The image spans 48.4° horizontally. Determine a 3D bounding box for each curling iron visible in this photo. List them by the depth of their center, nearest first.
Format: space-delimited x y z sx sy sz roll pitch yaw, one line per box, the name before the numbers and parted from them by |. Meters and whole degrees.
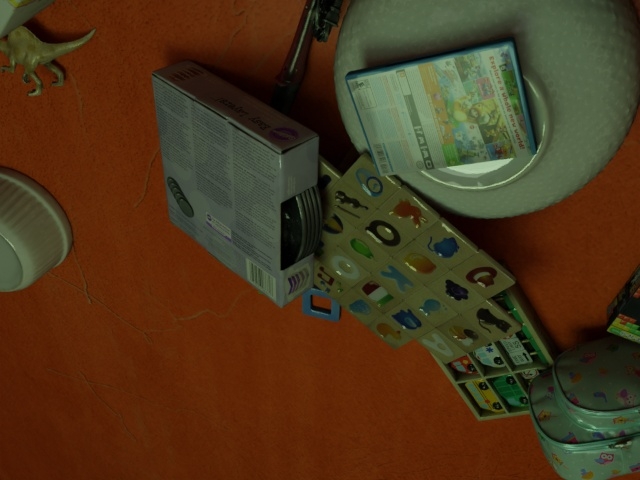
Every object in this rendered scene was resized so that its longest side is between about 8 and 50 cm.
curling iron | -0.036 -0.196 0.866 0.035 0.068 0.274 12 135 -19

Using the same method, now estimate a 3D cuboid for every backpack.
backpack | 0.372 0.223 0.942 0.188 0.166 0.144 -25 120 13

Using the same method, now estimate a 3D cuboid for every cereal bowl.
cereal bowl | 0.165 -0.156 0.762 0.339 0.141 0.339 12 131 15

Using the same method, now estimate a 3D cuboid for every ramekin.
ramekin | -0.536 -0.009 1.195 0.207 0.109 0.207 12 131 14

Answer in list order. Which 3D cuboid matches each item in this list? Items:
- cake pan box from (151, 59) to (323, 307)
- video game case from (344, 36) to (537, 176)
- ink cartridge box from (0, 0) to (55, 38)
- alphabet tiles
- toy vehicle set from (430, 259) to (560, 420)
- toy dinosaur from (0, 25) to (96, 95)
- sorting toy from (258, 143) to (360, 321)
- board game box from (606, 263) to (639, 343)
cake pan box | -0.109 -0.072 0.921 0.267 0.070 0.246 34 141 33
video game case | 0.118 -0.126 0.700 0.166 0.015 0.119 -6 124 27
ink cartridge box | -0.351 -0.340 0.809 0.128 0.127 0.176 49 144 -18
alphabet tiles | 0.080 0.030 0.919 0.342 0.011 0.285 40 146 -3
toy vehicle set | 0.251 0.157 1.049 0.166 0.035 0.267 -20 117 34
toy dinosaur | -0.390 -0.250 0.975 0.183 0.053 0.093 8 128 17
sorting toy | 0.000 0.000 1.019 0.196 0.047 0.348 23 132 4
board game box | 0.472 0.086 0.892 0.170 0.048 0.141 20 133 6
